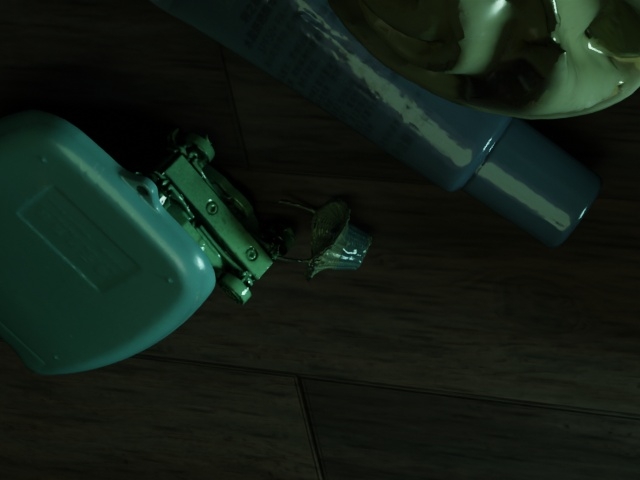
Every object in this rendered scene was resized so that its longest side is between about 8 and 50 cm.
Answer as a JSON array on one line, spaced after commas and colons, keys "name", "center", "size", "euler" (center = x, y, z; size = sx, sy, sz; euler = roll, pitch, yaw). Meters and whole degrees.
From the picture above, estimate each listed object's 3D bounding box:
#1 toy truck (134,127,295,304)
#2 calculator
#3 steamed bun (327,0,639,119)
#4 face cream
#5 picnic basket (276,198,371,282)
[{"name": "toy truck", "center": [-0.101, -0.021, 1.491], "size": [0.154, 0.080, 0.078], "euler": [48, 159, -20]}, {"name": "calculator", "center": [-0.245, 0.011, 1.538], "size": [0.256, 0.054, 0.386], "euler": [45, 143, -13]}, {"name": "steamed bun", "center": [0.117, -0.216, 1.033], "size": [0.342, 0.255, 0.368], "euler": [50, 149, -14]}, {"name": "face cream", "center": [0.043, -0.129, 1.316], "size": [0.385, 0.086, 0.135], "euler": [35, 132, 0]}, {"name": "picnic basket", "center": [0.000, 0.000, 1.463], "size": [0.083, 0.065, 0.083], "euler": [20, 142, -16]}]
